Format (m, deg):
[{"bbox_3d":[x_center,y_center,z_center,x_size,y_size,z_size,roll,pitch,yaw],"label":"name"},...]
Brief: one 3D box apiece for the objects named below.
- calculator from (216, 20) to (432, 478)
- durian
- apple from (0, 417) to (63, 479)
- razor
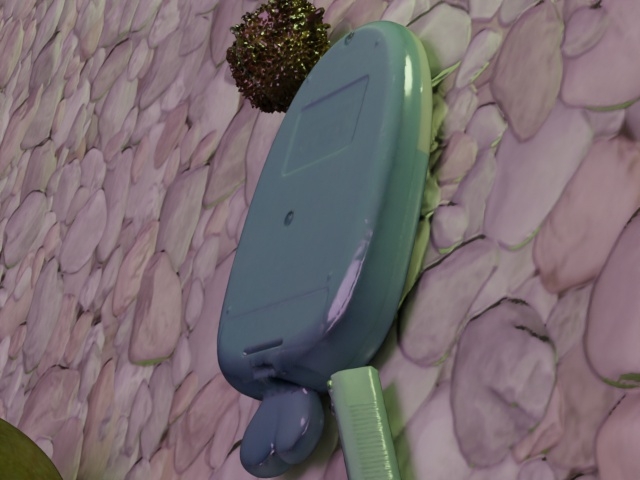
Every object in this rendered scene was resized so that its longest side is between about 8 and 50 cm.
[{"bbox_3d":[0.000,0.000,1.008,0.188,0.042,0.302,-21,49,55],"label":"calculator"},{"bbox_3d":[-0.026,-0.132,1.122,0.091,0.080,0.080,-40,38,39],"label":"durian"},{"bbox_3d":[-0.303,0.233,1.168,0.234,0.257,0.257,-25,49,51],"label":"apple"},{"bbox_3d":[0.033,0.173,0.815,0.278,0.056,0.111,-91,-2,-48],"label":"razor"}]
